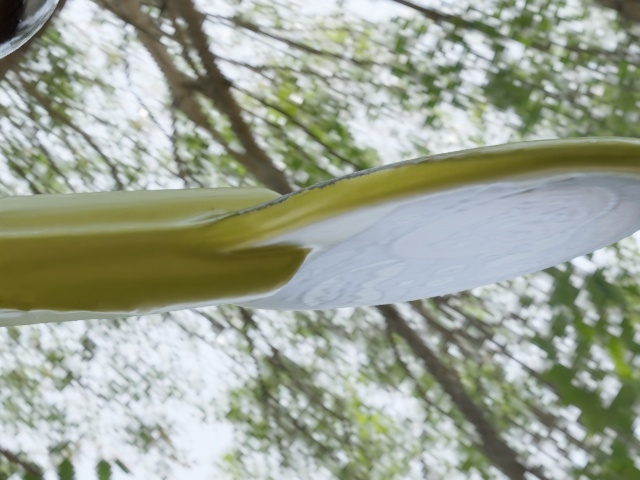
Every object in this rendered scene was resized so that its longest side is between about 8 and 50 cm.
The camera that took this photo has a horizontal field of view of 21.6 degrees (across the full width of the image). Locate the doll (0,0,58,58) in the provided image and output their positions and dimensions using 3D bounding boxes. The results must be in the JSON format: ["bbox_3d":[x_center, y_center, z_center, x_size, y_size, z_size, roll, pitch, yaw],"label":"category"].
[{"bbox_3d":[-0.200,-0.123,0.633,0.182,0.257,0.117,-38,-50,-61],"label":"doll"}]

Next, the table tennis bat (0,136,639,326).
[{"bbox_3d":[0.000,0.000,0.753,0.368,0.224,0.054,-4,-105,-28],"label":"table tennis bat"}]
